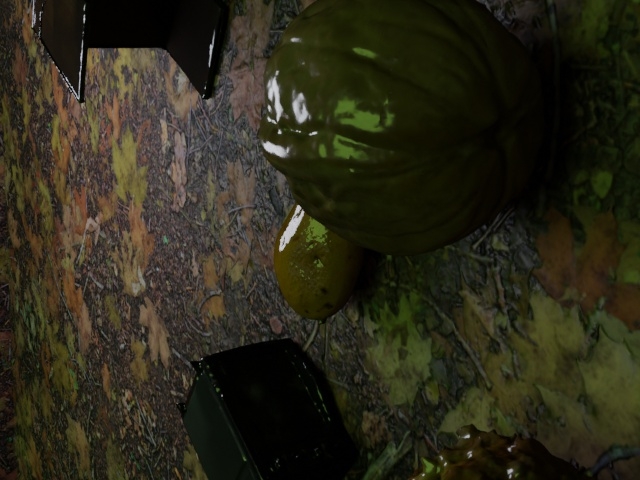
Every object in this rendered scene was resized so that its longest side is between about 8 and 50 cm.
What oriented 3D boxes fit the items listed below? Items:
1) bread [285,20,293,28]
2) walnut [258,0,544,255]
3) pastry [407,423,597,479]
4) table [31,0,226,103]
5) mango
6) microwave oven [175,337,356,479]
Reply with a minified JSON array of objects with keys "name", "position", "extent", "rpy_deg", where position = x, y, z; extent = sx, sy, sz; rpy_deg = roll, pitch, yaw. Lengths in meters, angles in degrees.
[{"name":"bread","position":[0.027,-0.219,1.097],"extent":[0.172,0.064,0.232],"rpy_deg":[-46,60,50]},{"name":"walnut","position":[0.072,-0.125,0.866],"extent":[0.313,0.277,0.252],"rpy_deg":[18,73,49]},{"name":"pastry","position":[0.163,0.393,0.773],"extent":[0.292,0.337,0.405],"rpy_deg":[-14,85,49]},{"name":"table","position":[-0.343,-0.396,1.459],"extent":[0.282,0.250,0.196],"rpy_deg":[53,137,39]},{"name":"mango","position":[0.000,0.000,1.144],"extent":[0.147,0.109,0.227],"rpy_deg":[42,129,50]},{"name":"microwave oven","position":[-0.088,0.295,1.283],"extent":[0.247,0.178,0.188],"rpy_deg":[57,142,33]}]
